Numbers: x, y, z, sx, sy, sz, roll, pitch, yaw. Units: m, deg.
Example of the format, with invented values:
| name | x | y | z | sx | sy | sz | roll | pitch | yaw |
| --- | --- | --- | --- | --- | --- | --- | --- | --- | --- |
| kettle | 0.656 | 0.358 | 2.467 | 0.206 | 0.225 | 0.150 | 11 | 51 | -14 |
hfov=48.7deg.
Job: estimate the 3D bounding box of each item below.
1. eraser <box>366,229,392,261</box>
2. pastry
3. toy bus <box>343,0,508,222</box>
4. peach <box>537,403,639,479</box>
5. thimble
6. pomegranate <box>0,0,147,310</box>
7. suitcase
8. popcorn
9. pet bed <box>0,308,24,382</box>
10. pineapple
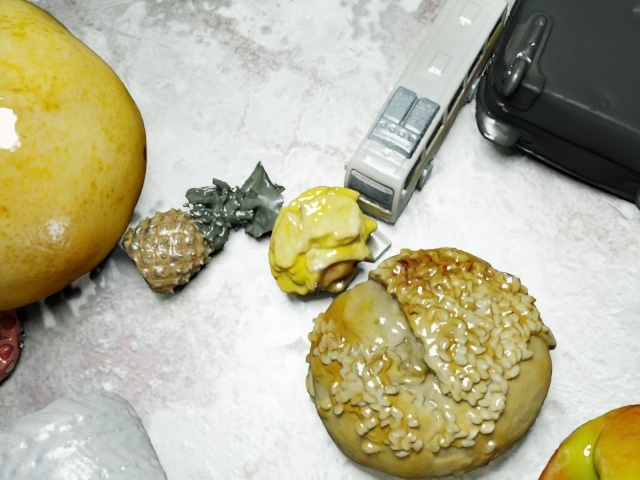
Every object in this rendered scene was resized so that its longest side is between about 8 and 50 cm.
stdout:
| name | x | y | z | sx | sy | sz | roll | pitch | yaw |
| --- | --- | --- | --- | --- | --- | --- | --- | --- | --- |
| eraser | 0.060 | -0.010 | 1.013 | 0.083 | 0.019 | 0.038 | 43 | 83 | 16 |
| pastry | 0.135 | 0.145 | 0.873 | 0.316 | 0.184 | 0.284 | -26 | 73 | -3 |
| toy bus | 0.152 | -0.195 | 1.000 | 0.097 | 0.138 | 0.342 | 29 | 76 | 11 |
| peach | 0.389 | 0.338 | 0.744 | 0.332 | 0.308 | 0.307 | 29 | 77 | -3 |
| thimble | -0.316 | 0.303 | 0.858 | 0.246 | 0.217 | 0.157 | -36 | 64 | 6 |
| pomegranate | -0.437 | -0.122 | 0.910 | 0.417 | 0.416 | 0.416 | -2 | 73 | 5 |
| suitcase | 0.413 | -0.238 | 0.947 | 0.345 | 0.188 | 0.339 | 25 | 75 | 5 |
| popcorn | 0.000 | 0.000 | 0.948 | 0.149 | 0.167 | 0.152 | -13 | 49 | -36 |
| pet bed | -0.523 | 0.135 | 1.012 | 0.201 | 0.053 | 0.201 | -3 | 69 | 9 |
| pineapple | -0.154 | -0.023 | 1.001 | 0.237 | 0.119 | 0.111 | -34 | 28 | -9 |
